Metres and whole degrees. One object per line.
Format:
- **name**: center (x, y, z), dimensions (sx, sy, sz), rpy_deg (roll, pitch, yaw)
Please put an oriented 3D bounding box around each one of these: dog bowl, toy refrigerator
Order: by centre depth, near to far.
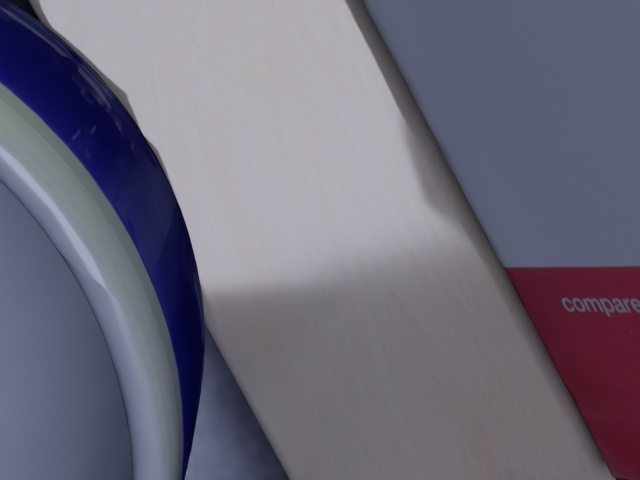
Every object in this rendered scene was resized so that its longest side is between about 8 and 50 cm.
- **dog bowl**: center (-0.169, 0.042, 0.574), dimensions (0.264, 0.104, 0.265), rpy_deg (1, 111, 4)
- **toy refrigerator**: center (0.000, 0.000, 0.666), dimensions (0.102, 0.094, 0.269), rpy_deg (-29, 106, -4)

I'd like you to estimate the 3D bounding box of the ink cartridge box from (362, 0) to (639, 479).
- **ink cartridge box**: center (0.144, -0.153, 0.594), dimensions (0.279, 0.160, 0.385), rpy_deg (-39, 110, -27)
